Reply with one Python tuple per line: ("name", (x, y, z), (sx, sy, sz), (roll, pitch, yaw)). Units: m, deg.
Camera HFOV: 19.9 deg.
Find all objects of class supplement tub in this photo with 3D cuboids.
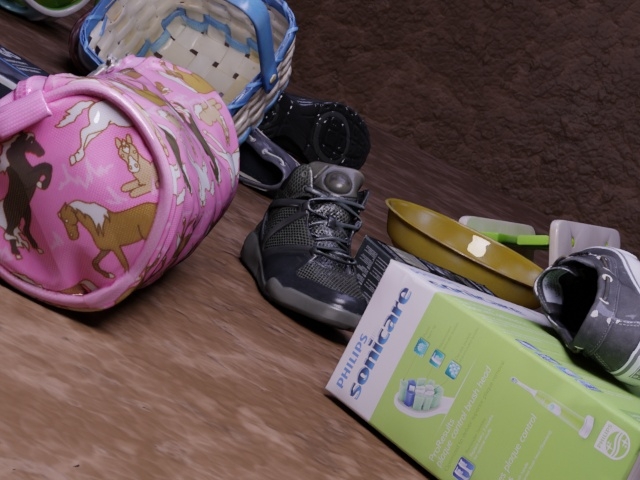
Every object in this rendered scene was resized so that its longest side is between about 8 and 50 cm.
("supplement tub", (-0.288, -0.270, 2.493), (0.106, 0.106, 0.198), (26, 8, -7))

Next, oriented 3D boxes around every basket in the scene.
("basket", (-0.151, -0.244, 2.124), (0.254, 0.201, 0.289), (29, -23, 22))

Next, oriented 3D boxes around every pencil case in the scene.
("pencil case", (-0.159, -0.054, 1.409), (0.167, 0.160, 0.386), (28, 9, 0))

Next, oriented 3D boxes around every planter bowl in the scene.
("planter bowl", (0.149, 0.042, 1.989), (0.217, 0.090, 0.217), (25, 10, -5))

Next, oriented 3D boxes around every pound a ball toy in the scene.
("pound a ball toy", (0.238, 0.044, 2.242), (0.208, 0.136, 0.319), (3, -2, 24))

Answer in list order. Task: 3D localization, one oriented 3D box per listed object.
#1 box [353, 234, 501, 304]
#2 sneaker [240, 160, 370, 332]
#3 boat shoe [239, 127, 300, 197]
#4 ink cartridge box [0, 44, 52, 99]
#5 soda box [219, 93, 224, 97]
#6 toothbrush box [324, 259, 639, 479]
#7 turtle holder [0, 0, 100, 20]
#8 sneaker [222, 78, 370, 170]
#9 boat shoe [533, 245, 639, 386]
("box", (0.114, 0.079, 1.704), (0.147, 0.077, 0.180), (23, 9, -25))
("sneaker", (0.000, 0.000, 1.674), (0.087, 0.130, 0.227), (22, 12, -21))
("boat shoe", (-0.111, -0.120, 2.241), (0.206, 0.075, 0.065), (34, 7, 14))
("ink cartridge box", (-0.296, -0.135, 1.808), (0.332, 0.065, 0.165), (28, 9, 16))
("soda box", (-0.152, -0.167, 2.448), (0.063, 0.058, 0.183), (26, 8, -4))
("toothbrush box", (0.176, 0.143, 1.360), (0.206, 0.122, 0.283), (19, 12, -45))
("turtle holder", (-0.423, -0.428, 2.760), (0.227, 0.243, 0.320), (54, -16, 40))
("sneaker", (-0.049, -0.182, 2.721), (0.286, 0.109, 0.130), (24, 3, -33))
("boat shoe", (0.200, 0.045, 1.385), (0.076, 0.080, 0.228), (27, 15, -10))
